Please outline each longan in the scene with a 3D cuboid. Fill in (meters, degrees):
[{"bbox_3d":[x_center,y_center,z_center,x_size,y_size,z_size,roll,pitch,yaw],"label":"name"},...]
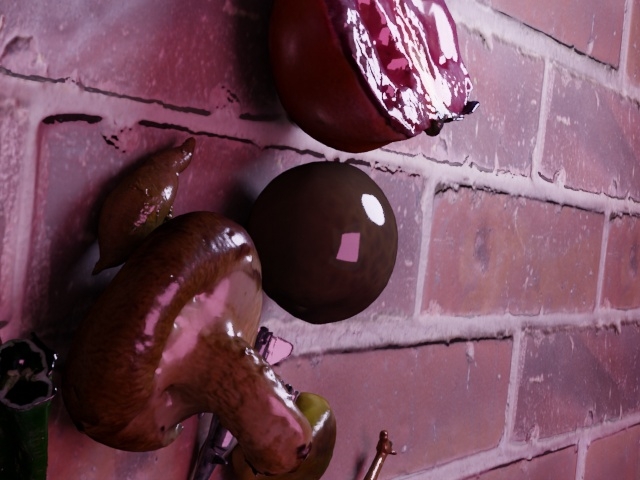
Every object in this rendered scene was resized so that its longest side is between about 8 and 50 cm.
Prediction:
[{"bbox_3d":[0.000,0.000,1.825,0.212,0.198,0.198,19,78,-57],"label":"longan"}]

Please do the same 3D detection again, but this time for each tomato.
[{"bbox_3d":[0.037,-0.245,1.867,0.335,0.176,0.289,-31,102,-58],"label":"tomato"}]

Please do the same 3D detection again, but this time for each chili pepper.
[{"bbox_3d":[-0.276,0.191,1.411,0.088,0.059,0.227,-96,-167,-45],"label":"chili pepper"}]

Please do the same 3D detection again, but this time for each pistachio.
[{"bbox_3d":[-0.035,0.263,1.901,0.189,0.100,0.110,-39,126,-57],"label":"pistachio"}]

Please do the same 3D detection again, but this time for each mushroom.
[{"bbox_3d":[-0.128,0.095,1.547,0.267,0.255,0.267,-175,-90,-83],"label":"mushroom"}]

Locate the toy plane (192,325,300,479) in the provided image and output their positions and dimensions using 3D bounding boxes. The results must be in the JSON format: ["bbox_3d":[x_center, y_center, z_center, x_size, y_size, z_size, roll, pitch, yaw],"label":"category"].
[{"bbox_3d":[-0.097,0.194,1.787,0.160,0.082,0.234,31,64,-33],"label":"toy plane"}]

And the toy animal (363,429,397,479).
[{"bbox_3d":[0.050,0.391,2.138,0.230,0.066,0.224,-13,112,-69],"label":"toy animal"}]

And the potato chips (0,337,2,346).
[{"bbox_3d":[-0.331,0.144,1.313,0.195,0.062,0.208,-61,156,-74],"label":"potato chips"}]

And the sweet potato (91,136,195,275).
[{"bbox_3d":[-0.177,-0.052,1.587,0.226,0.068,0.068,-60,145,-42],"label":"sweet potato"}]
